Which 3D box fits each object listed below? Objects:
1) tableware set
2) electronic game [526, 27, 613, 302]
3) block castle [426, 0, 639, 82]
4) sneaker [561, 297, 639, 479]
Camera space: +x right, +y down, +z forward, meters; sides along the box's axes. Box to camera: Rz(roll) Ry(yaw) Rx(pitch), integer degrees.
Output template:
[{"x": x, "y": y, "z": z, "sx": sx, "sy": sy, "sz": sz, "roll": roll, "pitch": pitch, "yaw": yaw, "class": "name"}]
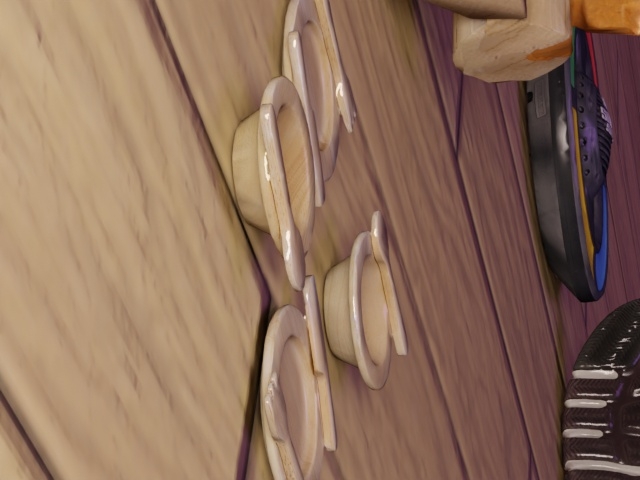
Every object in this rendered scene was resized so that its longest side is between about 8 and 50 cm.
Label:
[{"x": 0.000, "y": 0.000, "z": 0.607, "sx": 0.168, "sy": 0.020, "sz": 0.141, "roll": -64, "pitch": 147, "yaw": -65, "class": "tableware set"}, {"x": 0.176, "y": -0.072, "z": 1.303, "sx": 0.229, "sy": 0.048, "sz": 0.229, "roll": -5, "pitch": 90, "yaw": -76, "class": "electronic game"}, {"x": 0.143, "y": -0.257, "z": 0.684, "sx": 0.453, "sy": 0.303, "sz": 0.212, "roll": 62, "pitch": 26, "yaw": -61, "class": "block castle"}, {"x": 0.215, "y": 0.190, "z": 1.309, "sx": 0.162, "sy": 0.106, "sz": 0.281, "roll": 73, "pitch": 27, "yaw": -61, "class": "sneaker"}]
